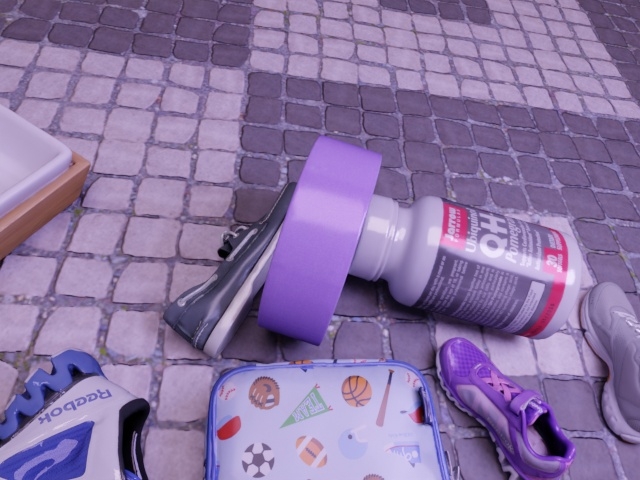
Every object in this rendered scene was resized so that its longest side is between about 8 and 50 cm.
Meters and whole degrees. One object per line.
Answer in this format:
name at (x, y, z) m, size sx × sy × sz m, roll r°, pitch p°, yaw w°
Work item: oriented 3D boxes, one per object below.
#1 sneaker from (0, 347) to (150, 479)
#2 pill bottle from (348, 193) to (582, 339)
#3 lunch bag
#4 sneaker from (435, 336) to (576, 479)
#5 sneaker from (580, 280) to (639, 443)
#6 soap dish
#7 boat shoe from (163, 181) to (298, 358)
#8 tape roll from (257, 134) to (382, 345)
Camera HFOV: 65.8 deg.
sneaker at (-0.284, 0.273, 0.509) m, size 0.182 × 0.128 × 0.316 m, roll 18°, pitch 52°, yaw 15°
pill bottle at (0.209, 0.031, 0.767) m, size 0.318 × 0.176 × 0.176 m, roll 15°, pitch 54°, yaw -1°
lunch bag at (0.013, 0.273, 0.599) m, size 0.303 × 0.115 × 0.243 m, roll 1°, pitch 57°, yaw -10°
sneaker at (0.260, 0.227, 0.687) m, size 0.095 × 0.105 × 0.236 m, roll -23°, pitch 62°, yaw -24°
sneaker at (0.494, 0.168, 0.767) m, size 0.099 × 0.121 × 0.263 m, roll 10°, pitch 54°, yaw -6°
soap dish at (-0.523, -0.066, 0.717) m, size 0.228 × 0.118 × 0.291 m, roll 30°, pitch 55°, yaw 10°
boat shoe at (-0.116, 0.017, 0.748) m, size 0.099 × 0.116 × 0.320 m, roll 27°, pitch 59°, yaw 3°
tape roll at (0.000, 0.000, 0.684) m, size 0.090 × 0.275 × 0.275 m, roll 18°, pitch 54°, yaw 0°
